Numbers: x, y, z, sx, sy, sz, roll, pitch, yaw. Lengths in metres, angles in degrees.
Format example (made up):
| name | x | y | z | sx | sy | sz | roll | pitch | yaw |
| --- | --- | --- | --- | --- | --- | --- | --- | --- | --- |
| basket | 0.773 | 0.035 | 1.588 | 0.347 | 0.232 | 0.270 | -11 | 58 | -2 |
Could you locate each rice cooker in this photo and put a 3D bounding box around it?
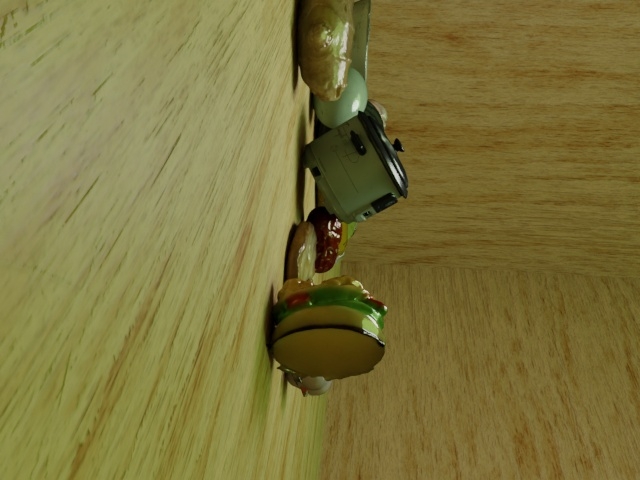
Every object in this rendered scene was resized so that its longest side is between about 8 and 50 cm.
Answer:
| name | x | y | z | sx | sy | sz | roll | pitch | yaw |
| --- | --- | --- | --- | --- | --- | --- | --- | --- | --- |
| rice cooker | 0.097 | -0.178 | 1.676 | 0.241 | 0.227 | 0.280 | 65 | 9 | 23 |

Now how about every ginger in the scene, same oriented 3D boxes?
| name | x | y | z | sx | sy | sz | roll | pitch | yaw |
| --- | --- | --- | --- | --- | --- | --- | --- | --- | --- |
| ginger | 0.010 | -0.470 | 1.444 | 0.190 | 0.126 | 0.354 | 19 | 71 | -75 |

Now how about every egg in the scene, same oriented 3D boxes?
| name | x | y | z | sx | sy | sz | roll | pitch | yaw |
| --- | --- | --- | --- | --- | --- | --- | --- | --- | --- |
| egg | 0.052 | -0.384 | 1.855 | 0.149 | 0.149 | 0.192 | 87 | 10 | -58 |

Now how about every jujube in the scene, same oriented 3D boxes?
| name | x | y | z | sx | sy | sz | roll | pitch | yaw |
| --- | --- | --- | --- | --- | --- | --- | --- | --- | --- |
| jujube | 0.000 | 0.000 | 1.792 | 0.112 | 0.109 | 0.176 | -19 | 127 | -47 |

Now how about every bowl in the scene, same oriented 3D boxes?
| name | x | y | z | sx | sy | sz | roll | pitch | yaw |
| --- | --- | --- | --- | --- | --- | --- | --- | --- | --- |
| bowl | 0.078 | -0.593 | 2.117 | 0.313 | 0.146 | 0.313 | 4 | 90 | -86 |

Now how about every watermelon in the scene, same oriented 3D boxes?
| name | x | y | z | sx | sy | sz | roll | pitch | yaw |
| --- | --- | --- | --- | --- | --- | --- | --- | --- | --- |
| watermelon | 0.089 | -0.321 | 2.038 | 0.212 | 0.212 | 0.212 | 3 | 90 | -86 |

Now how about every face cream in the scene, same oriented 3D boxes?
| name | x | y | z | sx | sy | sz | roll | pitch | yaw |
| --- | --- | --- | --- | --- | --- | --- | --- | --- | --- |
| face cream | 0.038 | -0.066 | 2.235 | 0.105 | 0.105 | 0.348 | -82 | 174 | -52 |

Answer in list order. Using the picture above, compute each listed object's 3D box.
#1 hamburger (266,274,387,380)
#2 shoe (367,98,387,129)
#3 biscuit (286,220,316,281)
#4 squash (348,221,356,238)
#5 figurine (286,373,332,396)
| name | x | y | z | sx | sy | sz | roll | pitch | yaw |
| --- | --- | --- | --- | --- | --- | --- | --- | --- | --- |
| hamburger | 0.017 | 0.152 | 1.289 | 0.237 | 0.237 | 0.149 | 88 | 2 | -52 |
| shoe | 0.093 | -0.362 | 2.554 | 0.198 | 0.172 | 0.351 | -6 | 123 | -51 |
| biscuit | -0.042 | 0.032 | 1.574 | 0.299 | 0.045 | 0.154 | 12 | 82 | -85 |
| squash | 0.072 | -0.096 | 2.585 | 0.287 | 0.137 | 0.137 | 78 | 15 | -67 |
| figurine | -0.026 | 0.288 | 1.599 | 0.229 | 0.112 | 0.137 | -113 | -161 | -76 |
